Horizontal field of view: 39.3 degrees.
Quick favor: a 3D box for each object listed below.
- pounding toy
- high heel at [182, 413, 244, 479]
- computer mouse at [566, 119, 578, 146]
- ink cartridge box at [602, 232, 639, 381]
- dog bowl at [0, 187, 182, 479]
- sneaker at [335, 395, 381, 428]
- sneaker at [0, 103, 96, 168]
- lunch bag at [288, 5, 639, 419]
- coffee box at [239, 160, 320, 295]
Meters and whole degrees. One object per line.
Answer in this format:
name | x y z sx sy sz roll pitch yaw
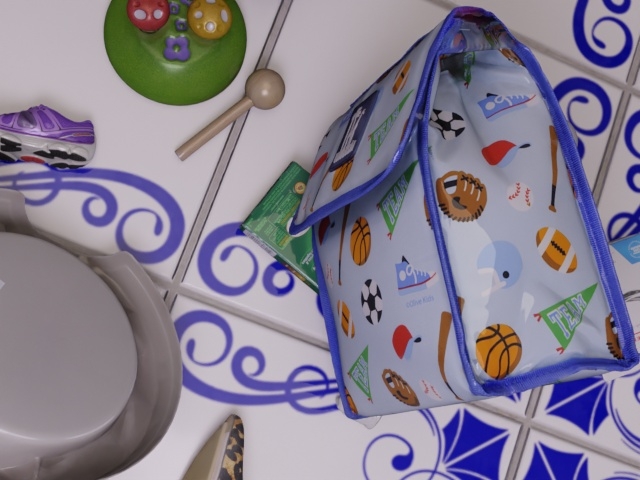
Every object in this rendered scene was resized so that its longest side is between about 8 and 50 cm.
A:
pounding toy | -0.161 -0.245 1.106 0.183 0.110 0.237 -33 90 -14
high heel | -0.088 0.356 1.073 0.186 0.093 0.261 27 69 -26
computer mouse | 0.277 -0.113 1.219 0.193 0.042 0.106 -33 90 -14
ink cartridge box | 0.411 0.091 1.213 0.104 0.060 0.180 -18 87 -14
dog bowl | -0.318 0.112 0.940 0.348 0.102 0.349 31 37 -26
sneaker | 0.070 0.158 1.134 0.061 0.053 0.152 25 79 -5
sneaker | -0.357 -0.134 1.083 0.169 0.068 0.071 11 65 -19
lunch bag | 0.122 -0.015 0.986 0.238 0.328 0.386 -6 79 -24
coffee box | 0.000 0.000 1.144 0.184 0.040 0.113 38 74 -5
